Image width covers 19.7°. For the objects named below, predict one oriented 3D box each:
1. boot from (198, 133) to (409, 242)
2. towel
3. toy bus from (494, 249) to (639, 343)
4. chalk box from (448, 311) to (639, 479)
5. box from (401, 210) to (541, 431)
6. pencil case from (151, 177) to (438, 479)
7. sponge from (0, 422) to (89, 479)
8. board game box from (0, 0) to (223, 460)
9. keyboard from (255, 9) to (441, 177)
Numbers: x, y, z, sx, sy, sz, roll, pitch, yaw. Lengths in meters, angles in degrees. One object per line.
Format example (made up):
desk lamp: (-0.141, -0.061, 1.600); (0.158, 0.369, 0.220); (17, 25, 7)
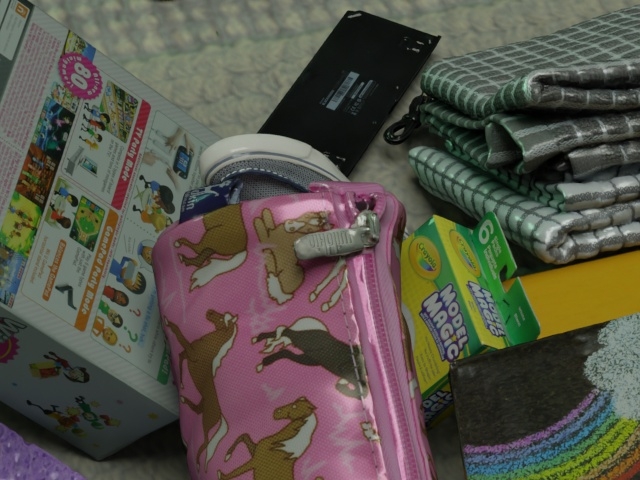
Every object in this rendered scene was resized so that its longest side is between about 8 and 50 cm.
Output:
boot: (0.000, 0.000, 1.211); (0.190, 0.069, 0.086); (25, 41, -41)
towel: (0.221, -0.092, 1.273); (0.283, 0.121, 0.235); (-12, 17, -14)
toy bus: (0.273, 0.063, 1.209); (0.332, 0.130, 0.108); (-12, 54, -16)
chalk box: (0.190, 0.204, 0.994); (0.180, 0.179, 0.289); (-16, 47, 12)
box: (0.054, 0.065, 1.155); (0.043, 0.179, 0.105); (21, 38, -42)
pencil case: (0.006, 0.155, 1.037); (0.160, 0.167, 0.386); (-12, 67, 4)
sponge: (-0.152, 0.203, 1.104); (0.210, 0.031, 0.117); (30, 55, 16)
board game box: (-0.204, -0.036, 1.145); (0.303, 0.097, 0.224); (35, 45, -26)
keyboard: (0.032, -0.100, 1.377); (0.108, 0.023, 0.180); (21, 52, 17)
